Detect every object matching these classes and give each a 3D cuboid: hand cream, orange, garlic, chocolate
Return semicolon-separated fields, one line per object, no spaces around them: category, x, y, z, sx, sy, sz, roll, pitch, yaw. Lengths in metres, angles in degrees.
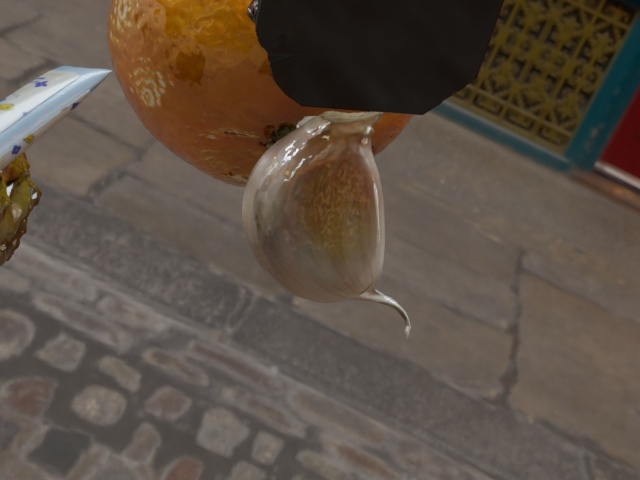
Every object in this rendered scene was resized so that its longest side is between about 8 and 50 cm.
hand cream;-0.243;-0.091;0.879;0.065;0.043;0.170;14;49;40
orange;-0.063;-0.248;1.444;0.424;0.424;0.326;13;58;-27
garlic;-0.002;0.003;1.175;0.148;0.266;0.128;3;34;29
chocolate;0.035;-0.255;1.047;0.224;0.206;0.177;1;40;-17

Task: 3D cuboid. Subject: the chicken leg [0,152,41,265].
chicken leg;-0.448;0.031;1.073;0.409;0.295;0.182;-12;4;-43
